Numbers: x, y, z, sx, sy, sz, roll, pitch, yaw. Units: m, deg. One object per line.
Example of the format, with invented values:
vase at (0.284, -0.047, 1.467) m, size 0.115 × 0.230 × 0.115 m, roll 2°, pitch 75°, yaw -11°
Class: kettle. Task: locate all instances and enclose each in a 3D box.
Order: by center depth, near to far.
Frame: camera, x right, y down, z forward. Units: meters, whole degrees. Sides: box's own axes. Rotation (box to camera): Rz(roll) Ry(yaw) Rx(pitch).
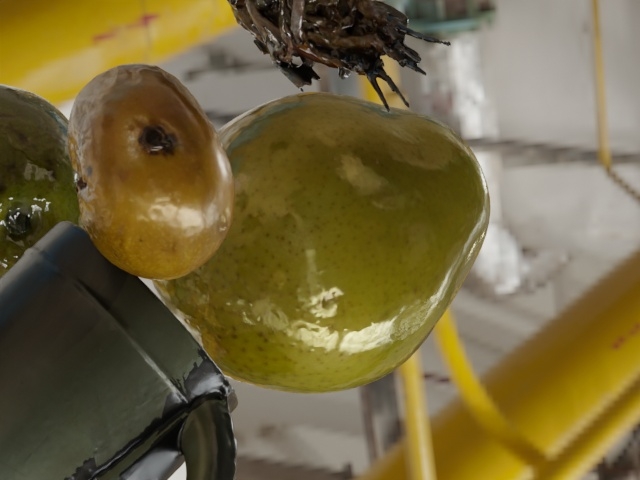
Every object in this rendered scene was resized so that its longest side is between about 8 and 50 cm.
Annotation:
kettle at (-0.233, 0.197, 1.663) m, size 0.324 × 0.228 × 0.321 m, roll -44°, pitch -116°, yaw -13°

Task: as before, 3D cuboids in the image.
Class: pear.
pear at (0.000, 0.000, 2.332) m, size 0.418 × 0.362 × 0.362 m, roll -22°, pitch -156°, yaw -14°
pear at (-0.402, -0.063, 2.399) m, size 0.253 × 0.253 × 0.307 m, roll -14°, pitch -154°, yaw -15°

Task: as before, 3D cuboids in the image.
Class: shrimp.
shrimp at (-0.011, -0.204, 1.655) m, size 0.116 × 0.145 × 0.343 m, roll -45°, pitch -137°, yaw -5°

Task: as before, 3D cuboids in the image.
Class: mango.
mango at (-0.144, -0.054, 1.597) m, size 0.120 × 0.177 × 0.295 m, roll -17°, pitch -178°, yaw -10°
